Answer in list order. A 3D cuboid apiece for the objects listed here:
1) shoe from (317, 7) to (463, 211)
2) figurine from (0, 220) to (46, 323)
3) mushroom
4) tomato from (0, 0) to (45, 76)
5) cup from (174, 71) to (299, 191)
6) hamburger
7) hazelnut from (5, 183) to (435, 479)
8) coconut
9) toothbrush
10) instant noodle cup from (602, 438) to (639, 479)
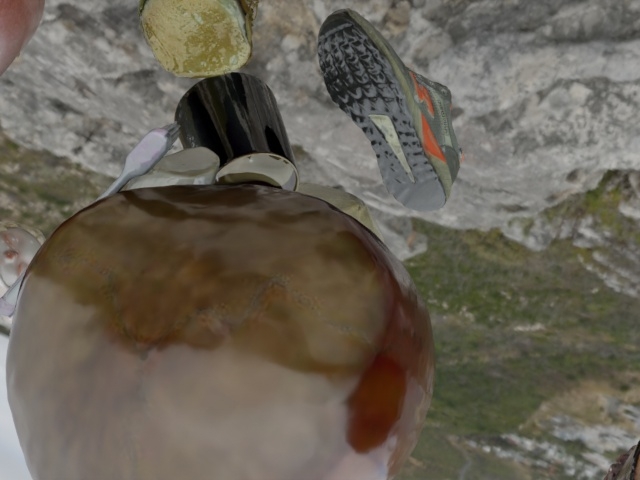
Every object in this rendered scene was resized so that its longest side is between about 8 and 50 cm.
[{"bbox_3d":[0.135,-0.222,1.077,0.132,0.171,0.336,-10,117,49],"label":"shoe"},{"bbox_3d":[-0.526,0.049,1.089,0.182,0.144,0.257,48,-154,12],"label":"figurine"},{"bbox_3d":[-0.210,-0.031,0.890,0.093,0.116,0.225,35,119,-2],"label":"mushroom"},{"bbox_3d":[-0.519,-0.337,0.931,0.341,0.341,0.272,3,138,54],"label":"tomato"},{"bbox_3d":[-0.123,-0.111,1.073,0.239,0.166,0.177,95,158,-49],"label":"cup"},{"bbox_3d":[-0.154,-0.301,0.871,0.159,0.131,0.184,-2,141,8],"label":"hamburger"},{"bbox_3d":[-0.083,0.113,0.606,0.366,0.365,0.366,25,163,8],"label":"hazelnut"},{"bbox_3d":[0.000,0.000,1.400,0.245,0.247,0.245,26,-151,-16],"label":"coconut"},{"bbox_3d":[-0.231,-0.008,0.655,0.024,0.029,0.354,49,128,-7],"label":"toothbrush"},{"bbox_3d":[0.300,0.204,0.455,0.243,0.243,0.231,18,156,30],"label":"instant noodle cup"}]
